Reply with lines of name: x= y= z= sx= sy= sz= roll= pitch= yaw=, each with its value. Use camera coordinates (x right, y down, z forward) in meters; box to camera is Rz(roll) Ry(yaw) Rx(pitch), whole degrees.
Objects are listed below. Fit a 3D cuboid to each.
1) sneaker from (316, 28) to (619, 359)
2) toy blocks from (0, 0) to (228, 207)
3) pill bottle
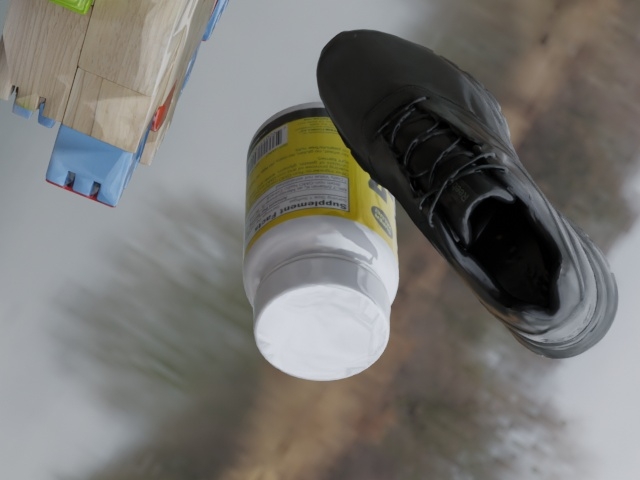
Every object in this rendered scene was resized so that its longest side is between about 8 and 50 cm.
sneaker: x=0.097 y=-0.045 z=1.367 sx=0.109 sy=0.286 sz=0.130 roll=-45 pitch=163 yaw=7
toy blocks: x=-0.116 y=-0.170 z=1.276 sx=0.381 sy=0.191 sz=0.261 roll=-69 pitch=-178 yaw=-47
pill bottle: x=0.000 y=0.000 z=1.504 sx=0.208 sy=0.119 sz=0.119 roll=-90 pitch=-158 yaw=-49
